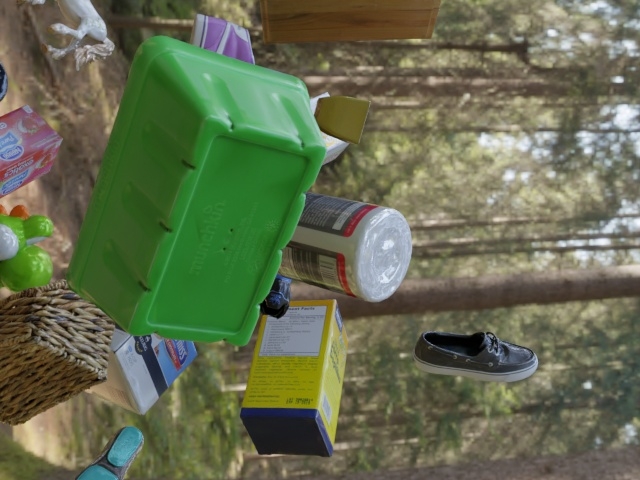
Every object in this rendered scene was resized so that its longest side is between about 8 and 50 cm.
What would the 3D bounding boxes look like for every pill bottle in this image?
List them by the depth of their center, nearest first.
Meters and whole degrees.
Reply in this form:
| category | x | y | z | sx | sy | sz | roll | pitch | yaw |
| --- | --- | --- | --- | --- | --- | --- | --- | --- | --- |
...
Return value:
| category | x | y | z | sx | sy | sz | roll | pitch | yaw |
| --- | --- | --- | --- | --- | --- | --- | --- | --- | --- |
| pill bottle | 0.000 | 0.000 | 1.583 | 0.319 | 0.176 | 0.176 | 14 | -70 | 39 |

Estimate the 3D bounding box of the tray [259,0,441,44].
| category | x | y | z | sx | sy | sz | roll | pitch | yaw |
| --- | --- | --- | --- | --- | --- | --- | --- | --- | --- |
| tray | 0.067 | -0.545 | 1.930 | 0.203 | 0.411 | 0.076 | 92 | -3 | -71 |

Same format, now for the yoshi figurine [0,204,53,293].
| category | x | y | z | sx | sy | sz | roll | pitch | yaw |
| --- | --- | --- | --- | --- | --- | --- | --- | --- | --- |
| yoshi figurine | -0.714 | 0.073 | 1.715 | 0.203 | 0.362 | 0.203 | 50 | -25 | 37 |

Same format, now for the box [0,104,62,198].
| category | x | y | z | sx | sy | sz | roll | pitch | yaw |
| --- | --- | --- | --- | --- | --- | --- | --- | --- | --- |
| box | -0.716 | -0.178 | 1.828 | 0.122 | 0.257 | 0.128 | 44 | -46 | 4 |

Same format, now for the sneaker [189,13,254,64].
| category | x | y | z | sx | sy | sz | roll | pitch | yaw |
| --- | --- | --- | --- | --- | --- | --- | --- | --- | --- |
| sneaker | -0.228 | -0.347 | 1.843 | 0.102 | 0.161 | 0.282 | -135 | -122 | -69 |

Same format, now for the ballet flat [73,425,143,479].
| category | x | y | z | sx | sy | sz | roll | pitch | yaw |
| --- | --- | --- | --- | --- | --- | --- | --- | --- | --- |
| ballet flat | -0.371 | 0.406 | 1.423 | 0.067 | 0.073 | 0.206 | -57 | 176 | 33 |

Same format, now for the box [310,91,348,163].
| category | x | y | z | sx | sy | sz | roll | pitch | yaw |
| --- | --- | --- | --- | --- | --- | --- | --- | --- | --- |
| box | -0.051 | -0.192 | 1.626 | 0.114 | 0.203 | 0.103 | 57 | -31 | 5 |

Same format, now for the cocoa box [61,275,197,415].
| category | x | y | z | sx | sy | sz | roll | pitch | yaw |
| --- | --- | --- | --- | --- | --- | --- | --- | --- | --- |
| cocoa box | -0.532 | 0.241 | 2.091 | 0.228 | 0.347 | 0.231 | -48 | 138 | -39 |

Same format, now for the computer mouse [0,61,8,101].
| category | x | y | z | sx | sy | sz | roll | pitch | yaw |
| --- | --- | --- | --- | --- | --- | --- | --- | --- | --- |
| computer mouse | -0.807 | -0.425 | 1.850 | 0.188 | 0.072 | 0.272 | -54 | 133 | -36 |

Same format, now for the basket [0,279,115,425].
| category | x | y | z | sx | sy | sz | roll | pitch | yaw |
| --- | --- | --- | --- | --- | --- | --- | --- | --- | --- |
| basket | -0.531 | 0.165 | 1.489 | 0.299 | 0.213 | 0.223 | -28 | -138 | 31 |

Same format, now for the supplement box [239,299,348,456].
| category | x | y | z | sx | sy | sz | roll | pitch | yaw |
| --- | --- | --- | --- | --- | --- | --- | --- | --- | --- |
| supplement box | -0.057 | 0.346 | 2.109 | 0.195 | 0.194 | 0.356 | 74 | 21 | -46 |

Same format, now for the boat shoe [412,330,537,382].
| category | x | y | z | sx | sy | sz | roll | pitch | yaw |
| --- | --- | --- | --- | --- | --- | --- | --- | --- | --- |
| boat shoe | 0.281 | 0.196 | 1.480 | 0.080 | 0.229 | 0.076 | -84 | 180 | -52 |

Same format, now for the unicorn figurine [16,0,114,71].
| category | x | y | z | sx | sy | sz | roll | pitch | yaw |
| --- | --- | --- | --- | --- | --- | --- | --- | --- | --- |
| unicorn figurine | -0.294 | -0.284 | 0.978 | 0.060 | 0.111 | 0.161 | -3 | -70 | 47 |

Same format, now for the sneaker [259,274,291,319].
| category | x | y | z | sx | sy | sz | roll | pitch | yaw |
| --- | --- | --- | --- | --- | --- | --- | --- | --- | --- |
| sneaker | -0.111 | 0.143 | 1.916 | 0.232 | 0.081 | 0.090 | 102 | 2 | -69 |

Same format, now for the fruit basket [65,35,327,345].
| category | x | y | z | sx | sy | sz | roll | pitch | yaw |
| --- | --- | --- | --- | --- | --- | --- | --- | --- | --- |
| fruit basket | -0.169 | -0.078 | 1.122 | 0.392 | 0.283 | 0.392 | -22 | -117 | 52 |

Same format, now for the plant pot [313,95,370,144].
| category | x | y | z | sx | sy | sz | roll | pitch | yaw |
| --- | --- | --- | --- | --- | --- | --- | --- | --- | --- |
| plant pot | 0.032 | -0.226 | 1.505 | 0.081 | 0.083 | 0.081 | -146 | -109 | -74 |
